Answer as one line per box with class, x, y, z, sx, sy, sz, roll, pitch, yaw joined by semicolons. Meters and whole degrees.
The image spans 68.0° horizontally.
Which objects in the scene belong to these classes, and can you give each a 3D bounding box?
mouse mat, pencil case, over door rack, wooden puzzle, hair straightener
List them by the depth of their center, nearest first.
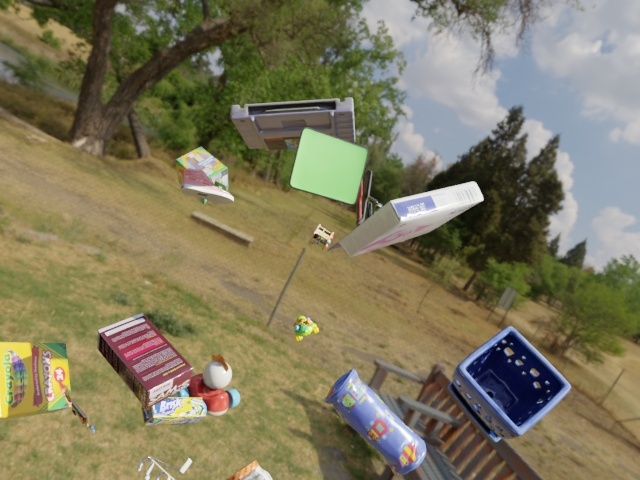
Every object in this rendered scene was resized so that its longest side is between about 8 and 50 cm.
mouse mat;0.023;-0.181;1.171;0.189;0.153;0.007;14;0;-23
wooden puzzle;-0.634;0.453;1.242;0.116;0.079;0.014;36;47;20
pencil case;0.148;0.492;1.288;0.306;0.119;0.133;46;-2;2
hair straightener;0.165;-0.130;1.628;0.088;0.231;0.047;1;-6;-26
over door rack;-0.581;0.987;1.920;0.240;0.324;0.108;55;39;-22

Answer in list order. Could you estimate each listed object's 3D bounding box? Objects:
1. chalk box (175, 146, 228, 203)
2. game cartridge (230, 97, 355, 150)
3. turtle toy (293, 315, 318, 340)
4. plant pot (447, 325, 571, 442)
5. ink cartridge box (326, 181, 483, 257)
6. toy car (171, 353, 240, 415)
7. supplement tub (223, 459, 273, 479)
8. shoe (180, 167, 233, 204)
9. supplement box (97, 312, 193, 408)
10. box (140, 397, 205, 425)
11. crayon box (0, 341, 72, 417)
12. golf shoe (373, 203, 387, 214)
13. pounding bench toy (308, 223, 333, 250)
chalk box;-0.455;-0.245;1.885;0.213;0.132;0.132;39;-34;21
game cartridge;-0.072;-0.347;1.451;0.354;0.068;0.230;-2;-17;6
turtle toy;-0.065;0.326;1.796;0.130;0.095;0.066;-157;-137;-81
plant pot;0.527;0.431;1.386;0.236;0.235;0.212;50;-24;25
ink cartridge box;0.229;-0.040;1.323;0.324;0.330;0.072;-16;75;-33
toy car;-0.431;0.547;1.880;0.210;0.238;0.219;25;12;34
supplement tub;-0.228;0.994;1.739;0.316;0.193;0.193;58;15;15
shoe;-0.363;-0.177;1.539;0.177;0.081;0.063;14;-28;-32
supplement box;-0.454;0.303;1.220;0.239;0.073;0.130;36;35;29
box;-0.406;0.473;1.315;0.168;0.054;0.059;22;35;-47
crayon box;-0.852;0.395;1.338;0.318;0.081;0.202;44;30;-73
golf shoe;0.302;-0.052;2.117;0.105;0.120;0.273;4;-27;38
pounding bench toy;0.000;0.000;1.612;0.065;0.083;0.052;32;47;0
